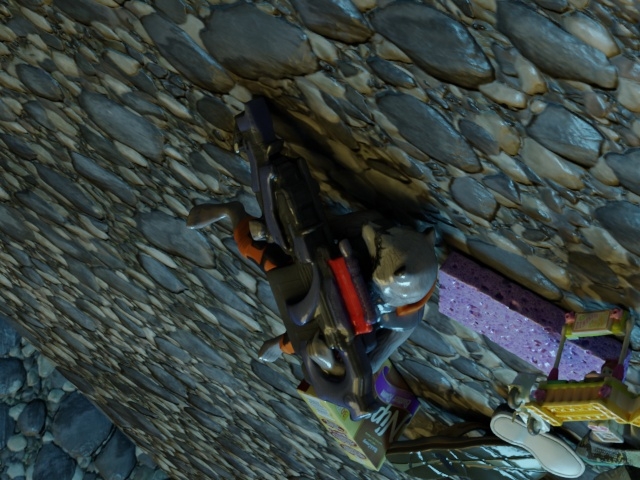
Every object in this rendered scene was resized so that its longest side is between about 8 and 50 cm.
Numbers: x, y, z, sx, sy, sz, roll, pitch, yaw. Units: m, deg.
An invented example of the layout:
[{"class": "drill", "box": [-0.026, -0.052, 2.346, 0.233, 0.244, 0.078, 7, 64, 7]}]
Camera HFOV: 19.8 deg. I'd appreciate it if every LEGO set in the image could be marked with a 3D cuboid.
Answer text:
[{"class": "LEGO set", "box": [0.315, 0.135, 1.737, 0.287, 0.107, 0.132, 5, 155, 28]}]

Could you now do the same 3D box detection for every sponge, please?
[{"class": "sponge", "box": [0.217, 0.092, 1.876, 0.210, 0.031, 0.117, 30, 161, 15]}]

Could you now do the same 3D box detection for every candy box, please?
[{"class": "candy box", "box": [0.050, 0.198, 2.309, 0.053, 0.109, 0.186, 19, 156, 38]}]

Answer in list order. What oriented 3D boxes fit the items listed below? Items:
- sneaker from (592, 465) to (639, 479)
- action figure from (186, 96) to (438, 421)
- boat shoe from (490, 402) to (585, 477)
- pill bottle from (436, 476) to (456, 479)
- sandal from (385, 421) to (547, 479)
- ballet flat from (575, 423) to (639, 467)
[{"class": "sneaker", "box": [0.369, 0.278, 2.027, 0.086, 0.085, 0.237, 11, 161, -12]}, {"class": "action figure", "box": [0.000, 0.000, 1.908, 0.330, 0.178, 0.341, 2, 111, 54]}, {"class": "boat shoe", "box": [0.257, 0.234, 2.154, 0.125, 0.038, 0.046, 29, 120, 1]}, {"class": "pill bottle", "box": [0.298, 0.476, 2.383, 0.408, 0.229, 0.229, 26, 160, 23]}, {"class": "sandal", "box": [0.184, 0.262, 2.297, 0.219, 0.060, 0.090, -6, 137, 37]}, {"class": "ballet flat", "box": [0.334, 0.207, 1.937, 0.070, 0.070, 0.188, 44, 158, -26]}]
